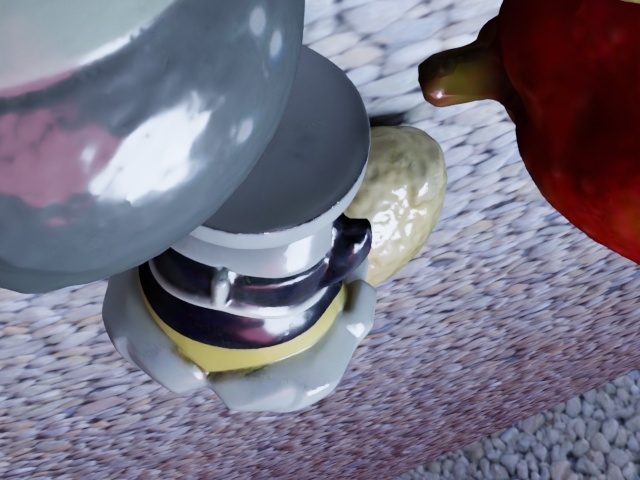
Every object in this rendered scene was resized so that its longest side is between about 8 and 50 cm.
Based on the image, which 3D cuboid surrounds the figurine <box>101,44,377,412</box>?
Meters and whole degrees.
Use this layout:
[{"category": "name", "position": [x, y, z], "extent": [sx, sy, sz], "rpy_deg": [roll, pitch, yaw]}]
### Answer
[{"category": "figurine", "position": [-0.053, 0.002, 0.839], "extent": [0.176, 0.133, 0.236], "rpy_deg": [17, 151, 8]}]

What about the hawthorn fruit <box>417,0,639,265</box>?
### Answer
[{"category": "hawthorn fruit", "position": [0.195, -0.093, 0.643], "extent": [0.307, 0.265, 0.265], "rpy_deg": [-6, 166, 9]}]

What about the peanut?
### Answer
[{"category": "peanut", "position": [0.000, 0.000, 0.990], "extent": [0.214, 0.090, 0.098], "rpy_deg": [-34, -161, 33]}]

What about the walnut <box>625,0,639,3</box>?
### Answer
[{"category": "walnut", "position": [0.119, -0.167, 0.406], "extent": [0.221, 0.195, 0.195], "rpy_deg": [-17, 165, 8]}]

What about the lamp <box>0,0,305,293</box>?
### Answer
[{"category": "lamp", "position": [-0.085, -0.101, 0.411], "extent": [0.182, 0.182, 0.314], "rpy_deg": [-15, 160, -15]}]
